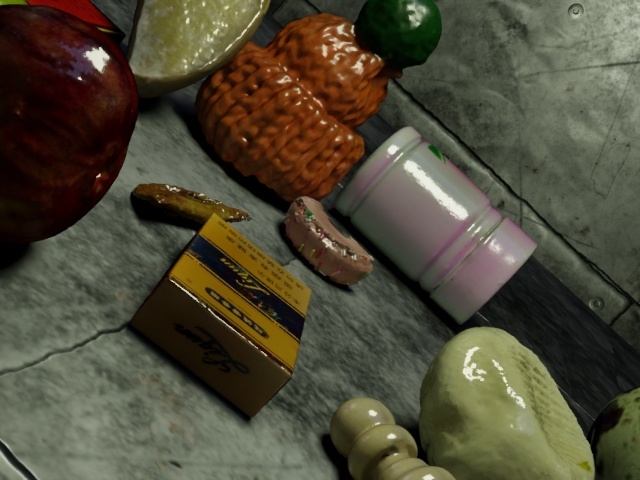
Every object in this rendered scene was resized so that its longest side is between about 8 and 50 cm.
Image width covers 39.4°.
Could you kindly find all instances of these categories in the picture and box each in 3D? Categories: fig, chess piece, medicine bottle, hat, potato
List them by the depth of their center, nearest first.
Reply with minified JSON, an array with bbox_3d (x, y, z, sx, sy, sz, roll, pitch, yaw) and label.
[{"bbox_3d":[-0.284,-0.122,0.774,0.249,0.204,0.186,34,15,13],"label":"fig"},{"bbox_3d":[0.068,0.221,0.881,0.094,0.094,0.170,25,19,-45],"label":"chess piece"},{"bbox_3d":[-0.199,-0.301,1.381,0.189,0.211,0.264,14,68,-16],"label":"potato"},{"bbox_3d":[-0.007,-0.269,1.437,0.285,0.400,0.285,34,20,-14],"label":"hat"},{"bbox_3d":[0.207,-0.029,1.633,0.325,0.212,0.212,43,16,8],"label":"medicine bottle"}]

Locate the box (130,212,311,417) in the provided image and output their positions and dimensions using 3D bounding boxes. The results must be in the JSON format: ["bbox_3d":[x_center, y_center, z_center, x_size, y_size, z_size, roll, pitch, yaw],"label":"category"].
[{"bbox_3d":[-0.094,0.069,0.942,0.152,0.070,0.237,40,14,-7],"label":"box"}]

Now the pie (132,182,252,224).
[{"bbox_3d":[-0.172,-0.047,1.125,0.088,0.033,0.191,32,11,30],"label":"pie"}]

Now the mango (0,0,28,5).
[{"bbox_3d":[-0.343,-0.194,0.891,0.175,0.143,0.293,9,-19,44],"label":"mango"}]

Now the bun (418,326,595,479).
[{"bbox_3d":[0.204,0.228,1.060,0.259,0.160,0.259,47,23,-27],"label":"bun"}]

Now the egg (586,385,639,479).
[{"bbox_3d":[0.533,0.365,1.221,0.379,0.287,0.287,48,16,-1],"label":"egg"}]

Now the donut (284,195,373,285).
[{"bbox_3d":[0.000,0.000,1.341,0.166,0.065,0.117,47,15,23],"label":"donut"}]

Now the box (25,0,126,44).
[{"bbox_3d":[-0.399,-0.328,1.263,0.153,0.074,0.240,48,17,6],"label":"box"}]
